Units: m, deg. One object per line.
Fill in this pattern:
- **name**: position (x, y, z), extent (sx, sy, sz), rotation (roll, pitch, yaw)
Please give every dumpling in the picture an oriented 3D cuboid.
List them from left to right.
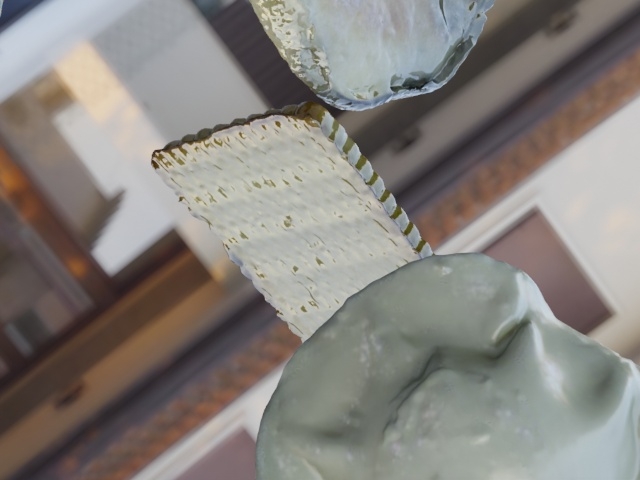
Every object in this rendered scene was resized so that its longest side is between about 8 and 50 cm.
- **dumpling**: position (0.063, 0.072, 0.694), extent (0.169, 0.134, 0.100), rotation (-12, 176, 24)

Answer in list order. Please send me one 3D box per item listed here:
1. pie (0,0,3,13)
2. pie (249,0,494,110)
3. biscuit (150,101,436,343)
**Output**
- **pie**: position (-0.360, -0.205, 1.155), extent (0.067, 0.302, 0.302), rotation (-26, -164, 50)
- **pie**: position (0.040, -0.254, 1.192), extent (0.075, 0.337, 0.337), rotation (13, -135, 41)
- **biscuit**: position (0.000, 0.000, 1.251), extent (0.172, 0.254, 0.029), rotation (-12, -143, 41)
